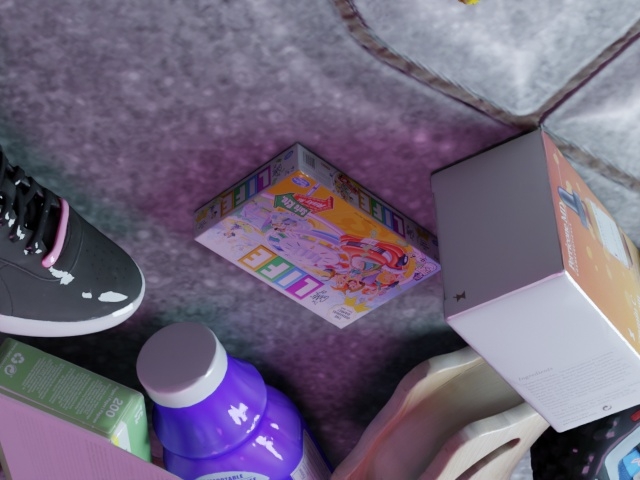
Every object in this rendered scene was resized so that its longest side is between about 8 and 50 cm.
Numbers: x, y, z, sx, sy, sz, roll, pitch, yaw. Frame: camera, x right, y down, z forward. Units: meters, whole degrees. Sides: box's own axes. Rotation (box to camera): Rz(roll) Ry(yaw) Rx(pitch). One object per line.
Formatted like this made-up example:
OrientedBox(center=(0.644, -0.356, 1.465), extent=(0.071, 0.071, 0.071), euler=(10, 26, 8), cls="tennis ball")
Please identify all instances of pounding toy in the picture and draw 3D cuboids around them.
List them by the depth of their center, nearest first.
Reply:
OrientedBox(center=(0.114, 0.214, 1.351), extent=(0.154, 0.155, 0.269), euler=(-4, 139, -40), cls="pounding toy")

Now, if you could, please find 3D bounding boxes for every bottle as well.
OrientedBox(center=(-0.065, 0.170, 1.358), extent=(0.118, 0.092, 0.283), euler=(-10, 140, 13), cls="bottle")

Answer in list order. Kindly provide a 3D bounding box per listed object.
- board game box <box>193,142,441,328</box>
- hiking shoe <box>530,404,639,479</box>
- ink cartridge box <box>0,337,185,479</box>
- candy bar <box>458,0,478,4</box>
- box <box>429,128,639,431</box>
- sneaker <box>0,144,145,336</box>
OrientedBox(center=(0.000, 0.000, 1.208), extent=(0.103, 0.026, 0.154), euler=(-32, 133, 31), cls="board game box")
OrientedBox(center=(0.266, 0.138, 1.325), extent=(0.132, 0.113, 0.304), euler=(11, 139, -15), cls="hiking shoe")
OrientedBox(center=(-0.145, 0.180, 1.306), extent=(0.235, 0.056, 0.171), euler=(21, 147, 14), cls="ink cartridge box")
OrientedBox(center=(0.136, -0.189, 0.995), extent=(0.161, 0.018, 0.040), euler=(-32, 129, 31), cls="candy bar")
OrientedBox(center=(0.160, 0.031, 1.175), extent=(0.091, 0.130, 0.170), euler=(-23, 137, 24), cls="box")
OrientedBox(center=(-0.218, -0.035, 1.087), extent=(0.296, 0.104, 0.147), euler=(27, 137, -26), cls="sneaker")
